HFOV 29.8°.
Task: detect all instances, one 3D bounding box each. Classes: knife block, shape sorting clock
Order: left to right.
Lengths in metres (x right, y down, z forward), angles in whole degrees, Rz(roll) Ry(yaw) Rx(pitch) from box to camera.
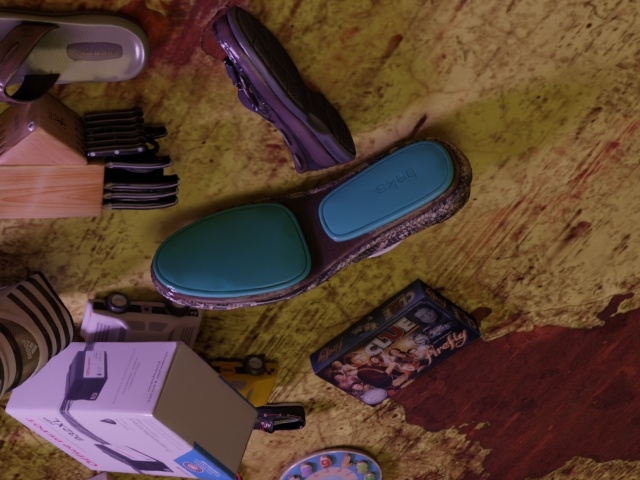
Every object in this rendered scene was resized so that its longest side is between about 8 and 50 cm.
[{"bbox_3d":[-0.338,-0.081,1.614,0.275,0.088,0.242,-34,133,18],"label":"knife block"},{"bbox_3d":[0.017,0.469,2.302,0.206,0.040,0.206,-8,136,-7],"label":"shape sorting clock"}]

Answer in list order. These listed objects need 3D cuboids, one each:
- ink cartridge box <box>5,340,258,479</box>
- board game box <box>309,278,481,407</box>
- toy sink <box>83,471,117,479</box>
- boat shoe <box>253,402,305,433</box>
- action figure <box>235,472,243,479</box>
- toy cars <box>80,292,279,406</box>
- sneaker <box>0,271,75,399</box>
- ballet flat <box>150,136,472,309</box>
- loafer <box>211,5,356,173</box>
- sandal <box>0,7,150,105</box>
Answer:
[{"bbox_3d":[-0.290,0.261,1.849,0.307,0.129,0.223,-4,145,34],"label":"ink cartridge box"},{"bbox_3d":[0.126,0.178,2.033,0.243,0.042,0.165,-38,132,22],"label":"board game box"},{"bbox_3d":[-0.455,0.545,2.177,0.234,0.153,0.131,-23,136,11],"label":"toy sink"},{"bbox_3d":[-0.091,0.316,2.119,0.133,0.042,0.049,-4,138,-9],"label":"boat shoe"},{"bbox_3d":[-0.166,0.443,2.239,0.038,0.030,0.115,-16,135,9],"label":"action figure"},{"bbox_3d":[-0.217,0.201,1.934,0.176,0.087,0.393,-32,134,17],"label":"toy cars"},{"bbox_3d":[-0.540,0.155,1.746,0.447,0.257,0.169,-3,103,31],"label":"sneaker"},{"bbox_3d":[0.000,0.000,1.756,0.482,0.164,0.182,-22,156,6],"label":"ballet flat"},{"bbox_3d":[-0.061,-0.180,1.578,0.095,0.109,0.302,-27,138,18],"label":"loafer"},{"bbox_3d":[-0.359,-0.219,1.469,0.302,0.086,0.120,-8,136,-7],"label":"sandal"}]
